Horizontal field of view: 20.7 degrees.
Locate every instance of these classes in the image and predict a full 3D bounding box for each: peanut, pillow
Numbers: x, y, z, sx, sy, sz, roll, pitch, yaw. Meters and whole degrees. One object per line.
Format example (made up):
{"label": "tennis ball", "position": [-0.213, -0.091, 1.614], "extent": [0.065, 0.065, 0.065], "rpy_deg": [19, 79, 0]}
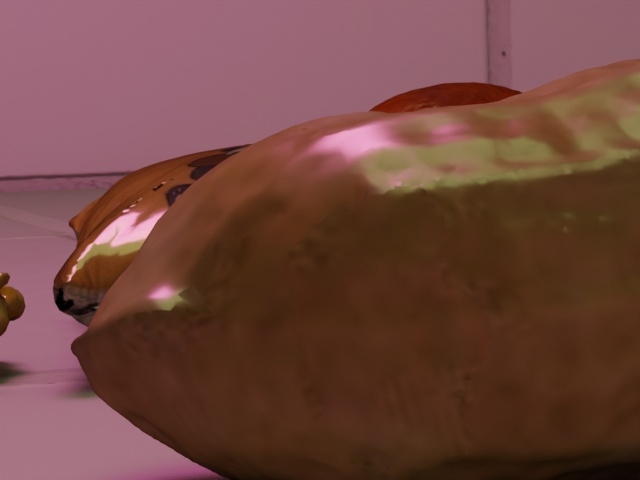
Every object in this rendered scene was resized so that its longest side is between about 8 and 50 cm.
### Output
{"label": "peanut", "position": [0.084, 0.012, 0.637], "extent": [0.340, 0.158, 0.174], "rpy_deg": [-8, 32, -19]}
{"label": "pillow", "position": [0.000, 0.000, 1.021], "extent": [0.310, 0.119, 0.312], "rpy_deg": [-5, 6, -4]}

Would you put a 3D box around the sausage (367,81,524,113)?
{"label": "sausage", "position": [0.129, -0.074, 1.673], "extent": [0.141, 0.153, 0.268], "rpy_deg": [2, 6, 35]}

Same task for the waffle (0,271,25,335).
{"label": "waffle", "position": [-0.302, 0.050, 0.908], "extent": [0.281, 0.060, 0.262], "rpy_deg": [-2, 8, 9]}
